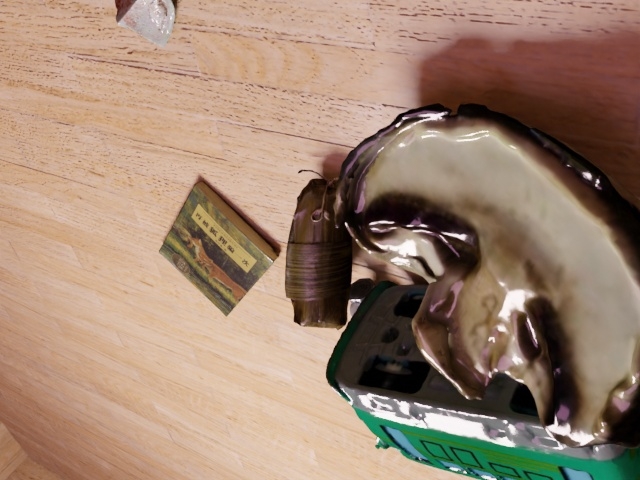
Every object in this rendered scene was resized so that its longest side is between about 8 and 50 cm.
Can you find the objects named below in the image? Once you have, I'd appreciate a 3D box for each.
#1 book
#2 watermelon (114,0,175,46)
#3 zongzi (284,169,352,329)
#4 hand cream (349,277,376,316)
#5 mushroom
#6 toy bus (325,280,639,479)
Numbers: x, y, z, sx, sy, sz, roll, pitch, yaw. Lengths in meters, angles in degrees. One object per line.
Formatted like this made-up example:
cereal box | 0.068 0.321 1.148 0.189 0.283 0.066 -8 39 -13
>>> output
book | -0.163 0.020 1.070 0.160 0.024 0.228 44 144 -1
watermelon | -0.202 -0.260 0.780 0.085 0.061 0.085 32 151 20
zongzi | 0.000 0.000 0.887 0.084 0.184 0.187 4 101 -2
hand cream | 0.108 0.152 0.953 0.088 0.055 0.256 5 138 44
mushroom | 0.169 0.019 0.628 0.344 0.129 0.248 36 118 37
toy bus | 0.201 0.167 0.771 0.343 0.184 0.199 2 135 42
